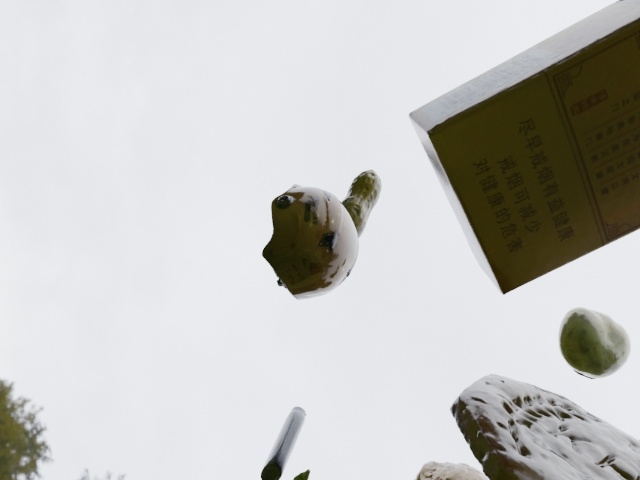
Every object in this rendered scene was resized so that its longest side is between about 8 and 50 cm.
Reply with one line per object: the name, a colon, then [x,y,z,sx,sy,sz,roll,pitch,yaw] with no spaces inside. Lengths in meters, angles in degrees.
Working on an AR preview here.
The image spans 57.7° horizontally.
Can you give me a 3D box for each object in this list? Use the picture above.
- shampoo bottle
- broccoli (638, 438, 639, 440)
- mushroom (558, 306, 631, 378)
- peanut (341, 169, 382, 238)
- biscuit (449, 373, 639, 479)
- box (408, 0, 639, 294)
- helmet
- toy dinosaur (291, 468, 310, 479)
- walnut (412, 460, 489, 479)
shampoo bottle: [-0.087,0.509,1.471,0.049,0.234,0.087,31,-63,2]
broccoli: [0.563,0.488,1.047,0.302,0.254,0.186,-29,-137,6]
mushroom: [0.566,0.213,1.219,0.122,0.154,0.154,128,-54,-70]
peanut: [0.094,-0.084,1.476,0.099,0.099,0.214,18,-110,42]
biscuit: [0.331,0.278,0.717,0.359,0.359,0.046,34,-73,37]
box: [0.358,-0.138,0.737,0.415,0.116,0.264,-29,-67,7]
helmet: [0.000,0.000,1.056,0.130,0.198,0.224,-1,-128,26]
toy dinosaur: [-0.091,0.422,0.794,0.094,0.153,0.259,34,-72,-7]
walnut: [0.260,0.546,1.177,0.213,0.213,0.214,5,-83,44]
